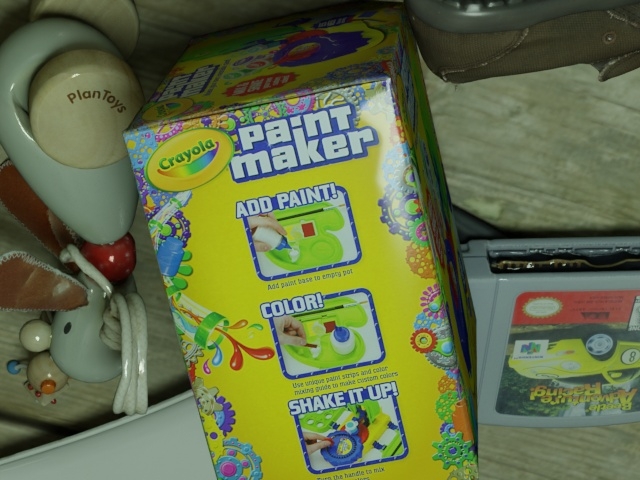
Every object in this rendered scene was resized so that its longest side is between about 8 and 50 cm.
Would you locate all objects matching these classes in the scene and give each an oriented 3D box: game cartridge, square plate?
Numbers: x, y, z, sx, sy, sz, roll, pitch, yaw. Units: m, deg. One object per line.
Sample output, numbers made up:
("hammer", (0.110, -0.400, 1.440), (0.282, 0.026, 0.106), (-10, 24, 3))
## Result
("game cartridge", (0.222, 0.081, 1.450), (0.294, 0.060, 0.196), (-1, 138, -4))
("square plate", (-0.117, 0.271, 1.590), (0.344, 0.049, 0.347), (-21, 124, 13))

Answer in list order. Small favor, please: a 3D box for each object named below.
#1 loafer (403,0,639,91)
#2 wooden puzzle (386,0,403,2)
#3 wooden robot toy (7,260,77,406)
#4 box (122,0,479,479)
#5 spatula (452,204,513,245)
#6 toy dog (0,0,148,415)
("loafer", (0.224, -0.191, 1.220), (0.366, 0.134, 0.130), (-7, 151, -10))
("wooden puzzle", (-0.045, -0.322, 1.150), (0.348, 0.080, 0.322), (0, 127, -9))
("wooden robot toy", (-0.216, 0.097, 1.439), (0.076, 0.079, 0.173), (17, 124, -14))
("box", (0.000, 0.000, 1.203), (0.177, 0.290, 0.279), (-11, 108, 9))
("spatula", (0.047, -0.043, 1.378), (0.296, 0.030, 0.084), (25, 116, -23))
("toy dog", (-0.214, -0.036, 1.273), (0.161, 0.220, 0.333), (-1, 103, -8))
